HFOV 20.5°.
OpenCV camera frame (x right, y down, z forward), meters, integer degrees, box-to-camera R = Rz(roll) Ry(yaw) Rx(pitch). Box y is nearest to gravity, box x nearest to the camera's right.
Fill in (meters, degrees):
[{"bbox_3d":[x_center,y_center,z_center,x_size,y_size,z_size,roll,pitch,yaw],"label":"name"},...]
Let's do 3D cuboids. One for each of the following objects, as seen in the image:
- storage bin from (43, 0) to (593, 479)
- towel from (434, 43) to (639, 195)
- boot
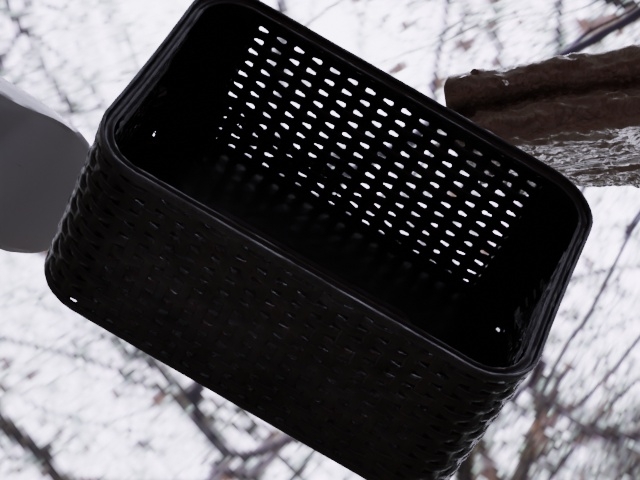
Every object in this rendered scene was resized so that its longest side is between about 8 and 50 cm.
[{"bbox_3d":[0.000,0.000,0.688,0.180,0.122,0.084,30,-47,0],"label":"storage bin"},{"bbox_3d":[0.206,-0.067,0.899,0.282,0.187,0.049,-9,-98,13],"label":"towel"},{"bbox_3d":[-0.235,-0.087,1.084,0.095,0.258,0.123,-45,-120,-3],"label":"boot"}]
